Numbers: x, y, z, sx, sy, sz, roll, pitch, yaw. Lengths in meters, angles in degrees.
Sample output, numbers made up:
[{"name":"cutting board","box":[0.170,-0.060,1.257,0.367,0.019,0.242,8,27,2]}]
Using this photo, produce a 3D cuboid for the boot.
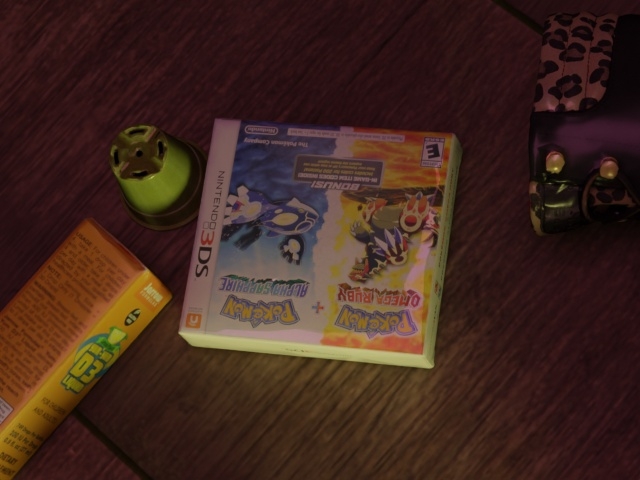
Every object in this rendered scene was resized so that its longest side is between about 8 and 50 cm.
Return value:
[{"name":"boot","box":[0.298,-0.022,1.434,0.284,0.138,0.377,1,69,13]}]

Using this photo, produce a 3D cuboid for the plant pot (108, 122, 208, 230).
[{"name":"plant pot","box":[-0.136,-0.059,1.582,0.083,0.079,0.083,-4,71,12]}]

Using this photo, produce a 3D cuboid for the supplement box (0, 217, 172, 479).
[{"name":"supplement box","box":[-0.227,0.097,1.556,0.080,0.078,0.233,37,85,21]}]

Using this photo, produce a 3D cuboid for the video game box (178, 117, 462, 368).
[{"name":"video game box","box":[0.000,0.000,1.549,0.205,0.048,0.187,4,76,15]}]
